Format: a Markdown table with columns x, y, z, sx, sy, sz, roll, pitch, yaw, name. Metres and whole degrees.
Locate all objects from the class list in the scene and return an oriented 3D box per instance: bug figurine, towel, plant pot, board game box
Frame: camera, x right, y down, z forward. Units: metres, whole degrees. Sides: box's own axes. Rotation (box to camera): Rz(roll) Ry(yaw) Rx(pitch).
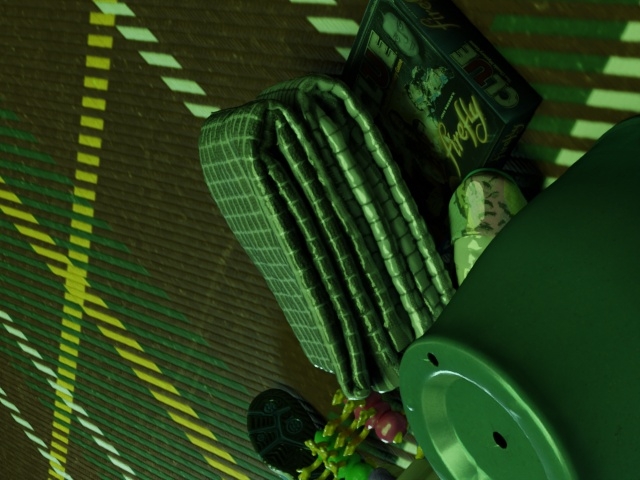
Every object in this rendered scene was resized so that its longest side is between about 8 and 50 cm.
| x | y | z | sx | sy | sz | roll | pitch | yaw | name |
| --- | --- | --- | --- | --- | --- | --- | --- | --- | --- |
| 0.081 | 0.255 | 1.841 | 0.216 | 0.072 | 0.279 | 43 | 147 | 16 | bug figurine |
| 0.000 | 0.000 | 1.504 | 0.284 | 0.121 | 0.235 | 64 | 166 | -7 | towel |
| 0.205 | 0.084 | 1.238 | 0.271 | 0.255 | 0.272 | 41 | 150 | 31 | plant pot |
| 0.087 | -0.104 | 1.471 | 0.165 | 0.042 | 0.243 | 49 | 153 | 16 | board game box |

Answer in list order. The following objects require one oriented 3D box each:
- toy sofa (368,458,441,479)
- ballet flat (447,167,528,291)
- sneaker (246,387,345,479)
| x | y | z | sx | sy | sz | roll | pitch | yaw | name |
| --- | --- | --- | --- | --- | --- | --- | --- | --- | --- |
| 0.138 | 0.405 | 1.727 | 0.177 | 0.150 | 0.362 | 3 | 127 | 44 | toy sofa |
| 0.139 | 0.029 | 1.459 | 0.077 | 0.079 | 0.221 | 13 | 149 | 8 | ballet flat |
| -0.017 | 0.266 | 2.015 | 0.211 | 0.080 | 0.081 | 54 | 175 | 28 | sneaker |
